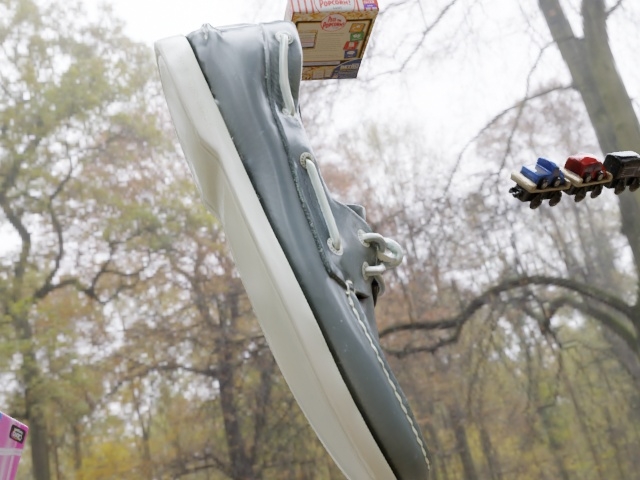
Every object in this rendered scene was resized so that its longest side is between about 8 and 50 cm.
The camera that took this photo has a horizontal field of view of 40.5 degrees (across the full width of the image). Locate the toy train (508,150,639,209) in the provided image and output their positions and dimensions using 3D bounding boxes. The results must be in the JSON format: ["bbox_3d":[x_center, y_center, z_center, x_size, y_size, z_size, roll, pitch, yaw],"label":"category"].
[{"bbox_3d":[0.207,-0.051,0.685,0.158,0.027,0.036,-10,-52,-36],"label":"toy train"}]

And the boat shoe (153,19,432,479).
[{"bbox_3d":[0.000,0.000,0.516,0.099,0.319,0.116,-22,-18,-15],"label":"boat shoe"}]

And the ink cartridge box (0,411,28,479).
[{"bbox_3d":[-0.497,0.399,1.139,0.069,0.370,0.175,5,-25,12],"label":"ink cartridge box"}]

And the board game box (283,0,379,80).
[{"bbox_3d":[0.007,-0.344,1.479,0.147,0.045,0.193,-5,-24,-13],"label":"board game box"}]
